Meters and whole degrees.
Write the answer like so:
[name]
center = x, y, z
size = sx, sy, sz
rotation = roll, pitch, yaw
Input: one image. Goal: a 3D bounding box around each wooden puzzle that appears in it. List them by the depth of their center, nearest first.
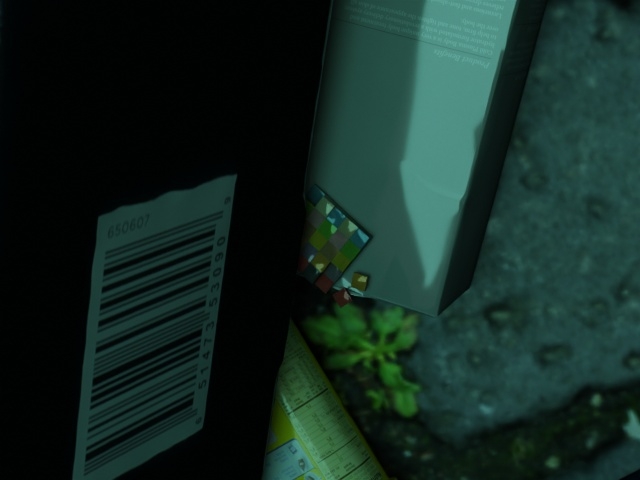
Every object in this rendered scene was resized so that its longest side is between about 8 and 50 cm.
[wooden puzzle]
center = 0.000, 0.000, 0.859
size = 0.083, 0.006, 0.049
rotation = 43, 113, 10

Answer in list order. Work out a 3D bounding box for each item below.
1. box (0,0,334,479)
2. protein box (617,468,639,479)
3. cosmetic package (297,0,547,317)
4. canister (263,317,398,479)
[box]
center = -0.284, -0.010, 0.846
size = 0.472, 0.297, 0.479
rotation = 19, 113, 27
[protein box]
center = 0.185, 0.244, 0.840
size = 0.200, 0.201, 0.136
rotation = -33, 88, 21
[cosmetic package]
center = 0.057, -0.084, 0.880
size = 0.127, 0.107, 0.238
rotation = 19, 108, 16
[canister]
center = -0.033, 0.145, 0.967
size = 0.126, 0.073, 0.170
rotation = -32, 87, 21
